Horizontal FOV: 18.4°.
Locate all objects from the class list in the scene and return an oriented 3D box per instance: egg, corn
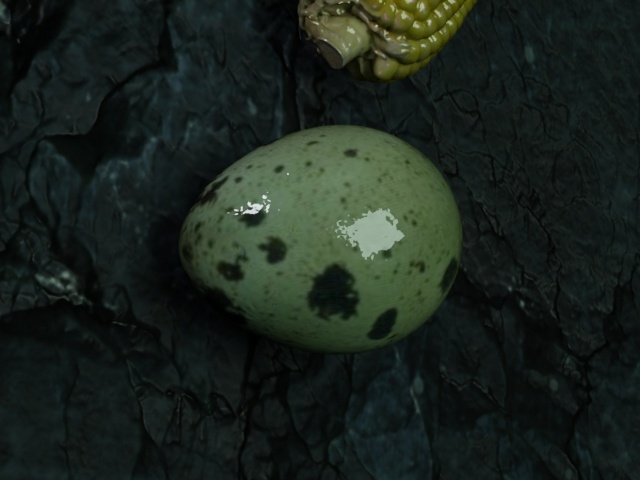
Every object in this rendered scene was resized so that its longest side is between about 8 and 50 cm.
[{"bbox_3d":[0.000,0.000,1.505,0.228,0.177,0.177,-3,88,-30],"label":"egg"},{"bbox_3d":[0.094,-0.248,1.638,0.347,0.130,0.130,-49,117,-37],"label":"corn"}]
